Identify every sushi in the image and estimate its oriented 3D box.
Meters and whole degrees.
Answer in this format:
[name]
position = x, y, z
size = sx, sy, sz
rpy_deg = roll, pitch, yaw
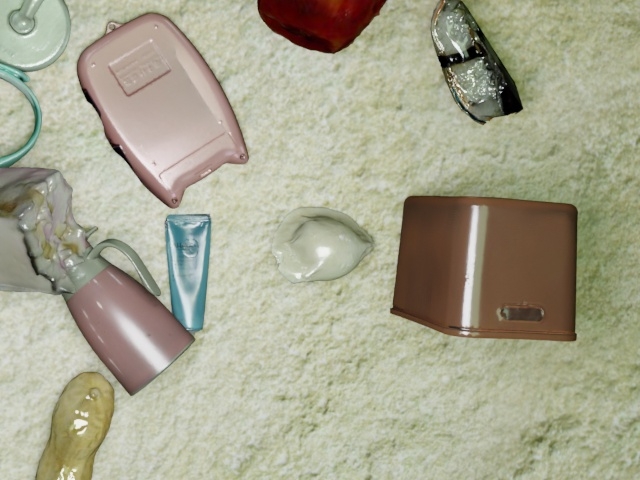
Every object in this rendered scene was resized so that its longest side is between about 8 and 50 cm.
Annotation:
[sushi]
position = 0.255, -0.340, 1.872
size = 0.109, 0.134, 0.273
rpy_deg = -31, 112, 17

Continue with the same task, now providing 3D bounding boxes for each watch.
[watch]
position = -0.576, -0.209, 1.659
size = 0.237, 0.068, 0.195
rpy_deg = 24, 81, -15

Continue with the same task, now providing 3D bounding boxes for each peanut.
[peanut]
position = -0.423, 0.352, 1.743
size = 0.101, 0.117, 0.263
rpy_deg = 19, 93, 5

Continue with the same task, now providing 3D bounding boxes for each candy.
[candy]
position = -0.485, -0.014, 1.609
size = 0.195, 0.137, 0.185
rpy_deg = 1, 129, 16

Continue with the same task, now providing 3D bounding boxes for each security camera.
[security camera]
position = -0.458, -0.422, 1.679
size = 0.157, 0.080, 0.301
rpy_deg = 26, 91, -17

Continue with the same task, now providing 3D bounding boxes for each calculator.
[calculator]
position = -0.275, -0.233, 1.761
size = 0.220, 0.048, 0.330
rpy_deg = -34, 101, -9

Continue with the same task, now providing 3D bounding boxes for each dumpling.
[dumpling]
position = 0.000, 0.001, 1.839
size = 0.111, 0.181, 0.155
rpy_deg = -46, 73, 28

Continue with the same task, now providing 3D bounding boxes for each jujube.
[jujube]
position = 0.038, -0.510, 1.710
size = 0.276, 0.276, 0.377
rpy_deg = 29, 88, -16

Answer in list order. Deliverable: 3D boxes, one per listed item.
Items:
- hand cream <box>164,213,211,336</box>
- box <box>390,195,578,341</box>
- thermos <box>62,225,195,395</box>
[hand cream]
position = -0.232, 0.066, 1.807
size = 0.083, 0.048, 0.224
rpy_deg = -1, 91, -15
[box]
position = 0.283, 0.040, 1.797
size = 0.239, 0.339, 0.229
rpy_deg = 3, 91, -16
[thermos]
position = -0.341, 0.110, 1.724
size = 0.176, 0.146, 0.265
rpy_deg = -37, 95, 22
